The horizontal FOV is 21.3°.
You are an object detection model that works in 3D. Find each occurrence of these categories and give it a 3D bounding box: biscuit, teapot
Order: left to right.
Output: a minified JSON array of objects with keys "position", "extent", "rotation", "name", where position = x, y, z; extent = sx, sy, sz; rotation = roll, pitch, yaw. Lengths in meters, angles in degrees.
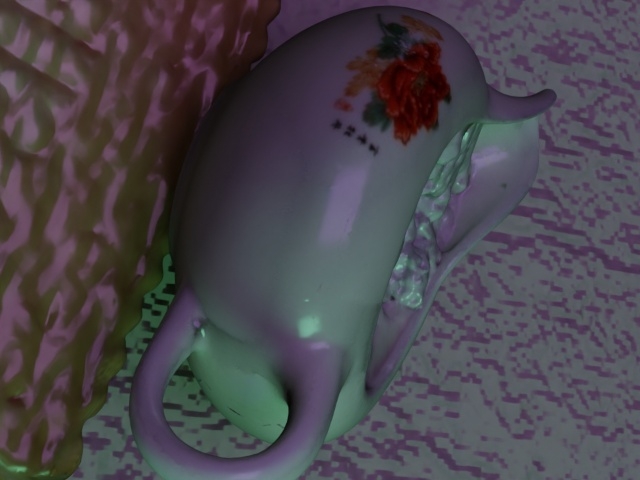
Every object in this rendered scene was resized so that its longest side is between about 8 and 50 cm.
[{"position":[-0.101,-0.060,0.544],"extent":[0.160,0.030,0.250],"rotation":[29,74,-26],"name":"biscuit"},{"position":[0.000,0.000,0.541],"extent":[0.226,0.092,0.145],"rotation":[-55,158,-45],"name":"teapot"}]
